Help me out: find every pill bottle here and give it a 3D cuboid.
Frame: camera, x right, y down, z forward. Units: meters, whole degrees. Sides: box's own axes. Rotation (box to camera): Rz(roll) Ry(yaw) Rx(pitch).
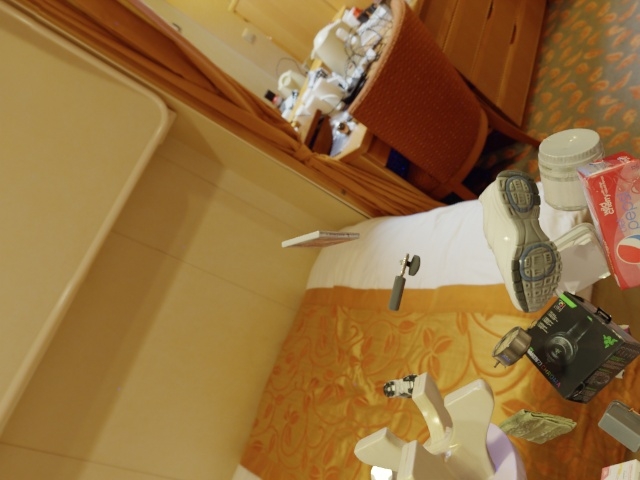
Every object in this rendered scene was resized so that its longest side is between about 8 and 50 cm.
[{"bbox_3d":[0.153,0.506,0.854,0.065,0.116,0.065,-20,47,23],"label":"pill bottle"}]

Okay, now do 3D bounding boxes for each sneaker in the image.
[{"bbox_3d":[0.370,0.597,1.636,0.234,0.106,0.078,-34,47,45],"label":"sneaker"},{"bbox_3d":[0.415,0.005,0.856,0.129,0.110,0.297,120,147,-75],"label":"sneaker"}]

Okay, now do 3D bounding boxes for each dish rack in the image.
[{"bbox_3d":[1.070,0.108,1.693,0.285,0.333,0.072,-37,29,19],"label":"dish rack"}]

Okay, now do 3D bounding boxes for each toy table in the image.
[{"bbox_3d":[0.197,0.341,0.640,0.252,0.161,0.274,-39,-1,12],"label":"toy table"}]

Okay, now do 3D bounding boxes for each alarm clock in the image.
[{"bbox_3d":[0.615,0.320,1.256,0.192,0.064,0.129,-57,-17,17],"label":"alarm clock"}]

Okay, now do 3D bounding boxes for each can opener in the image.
[{"bbox_3d":[0.381,0.191,1.845,0.093,0.074,0.281,17,85,26],"label":"can opener"}]

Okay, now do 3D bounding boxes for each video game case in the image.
[{"bbox_3d":[0.000,0.000,1.360,0.201,0.183,0.023,-16,76,48],"label":"video game case"}]

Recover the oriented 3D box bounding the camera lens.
[{"bbox_3d":[0.994,-0.270,1.588,0.219,0.274,0.219,-20,33,14],"label":"camera lens"}]

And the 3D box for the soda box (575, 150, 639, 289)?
[{"bbox_3d":[0.610,-0.038,0.808,0.092,0.263,0.083,-20,16,27],"label":"soda box"}]

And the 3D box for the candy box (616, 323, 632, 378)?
[{"bbox_3d":[1.112,0.431,1.587,0.159,0.234,0.071,2,34,26],"label":"candy box"}]

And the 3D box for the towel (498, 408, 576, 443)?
[{"bbox_3d":[0.460,0.403,0.866,0.148,0.110,0.027,99,-175,-53],"label":"towel"}]

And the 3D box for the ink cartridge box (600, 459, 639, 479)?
[{"bbox_3d":[1.061,0.832,1.376,0.115,0.067,0.198,-44,-17,-39],"label":"ink cartridge box"}]

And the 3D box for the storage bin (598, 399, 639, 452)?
[{"bbox_3d":[0.906,0.550,1.186,0.135,0.091,0.098,38,122,47],"label":"storage bin"}]

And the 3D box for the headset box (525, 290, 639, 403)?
[{"bbox_3d":[0.860,0.347,1.342,0.283,0.131,0.246,-60,28,23],"label":"headset box"}]
